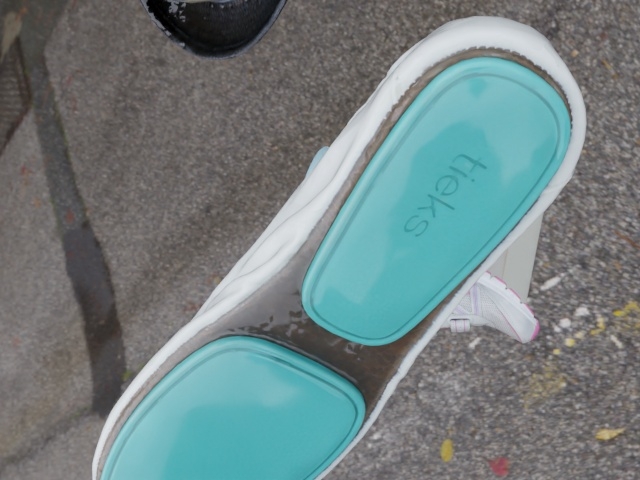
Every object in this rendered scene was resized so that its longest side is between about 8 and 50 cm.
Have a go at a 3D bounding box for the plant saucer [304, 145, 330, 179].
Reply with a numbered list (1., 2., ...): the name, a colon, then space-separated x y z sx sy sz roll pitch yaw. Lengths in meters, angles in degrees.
1. plant saucer: 0.000 0.000 0.735 0.195 0.037 0.195 -167 90 -77

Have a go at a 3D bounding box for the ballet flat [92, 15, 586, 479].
1. ballet flat: -0.003 0.038 0.433 0.400 0.139 0.139 -52 53 25

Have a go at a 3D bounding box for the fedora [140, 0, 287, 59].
1. fedora: -0.138 -0.258 0.429 0.334 0.152 0.334 40 142 40

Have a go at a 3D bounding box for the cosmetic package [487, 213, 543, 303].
1. cosmetic package: 0.277 -0.041 1.187 0.153 0.129 0.296 -6 66 57

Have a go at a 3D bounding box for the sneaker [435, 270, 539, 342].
1. sneaker: 0.157 0.084 0.918 0.252 0.103 0.111 23 79 23
